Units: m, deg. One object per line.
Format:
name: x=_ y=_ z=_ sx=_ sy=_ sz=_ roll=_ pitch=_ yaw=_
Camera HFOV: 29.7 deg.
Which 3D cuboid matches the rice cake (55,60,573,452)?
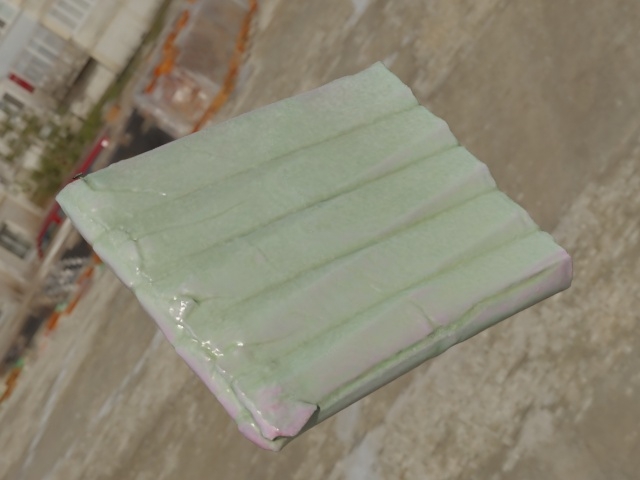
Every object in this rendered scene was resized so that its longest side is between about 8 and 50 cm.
rice cake: x=0.000 y=0.000 z=0.616 sx=0.198 sy=0.189 sz=0.037 roll=-31 pitch=-23 yaw=-25
